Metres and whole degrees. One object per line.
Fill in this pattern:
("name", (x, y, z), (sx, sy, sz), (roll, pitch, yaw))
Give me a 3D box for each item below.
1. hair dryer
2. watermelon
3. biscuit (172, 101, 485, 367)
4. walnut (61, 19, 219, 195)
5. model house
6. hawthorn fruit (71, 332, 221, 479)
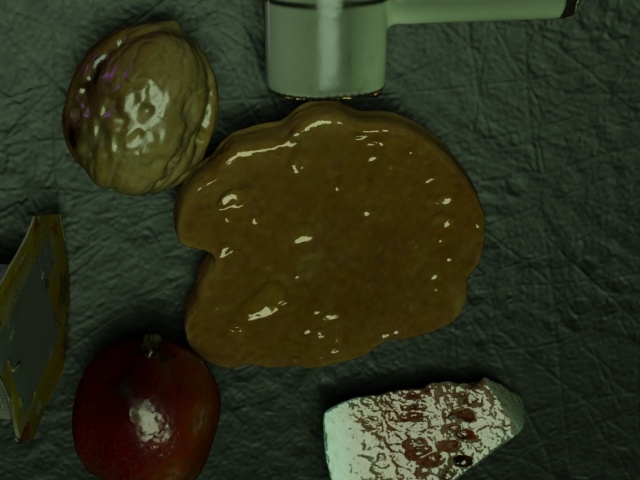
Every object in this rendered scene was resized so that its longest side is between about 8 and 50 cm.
("hair dryer", (0.119, -0.258, 1.582), (0.362, 0.128, 0.203), (-5, 107, -14))
("watermelon", (0.122, 0.224, 1.741), (0.241, 0.094, 0.154), (-19, 98, -2))
("biscuit", (0.000, 0.000, 1.640), (0.351, 0.057, 0.312), (-21, 121, 3))
("walnut", (-0.181, -0.137, 1.550), (0.155, 0.155, 0.184), (17, 102, -12))
("model house", (-0.355, 0.079, 1.590), (0.136, 0.219, 0.207), (3, 134, 10))
("hawthorn fruit", (-0.181, 0.180, 1.636), (0.169, 0.169, 0.188), (14, 122, -11))
